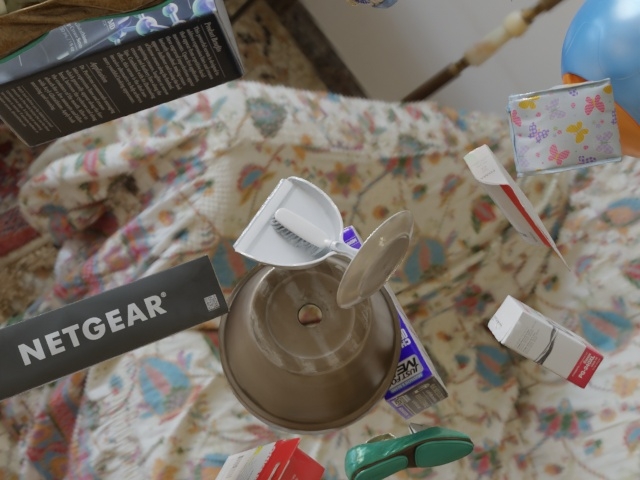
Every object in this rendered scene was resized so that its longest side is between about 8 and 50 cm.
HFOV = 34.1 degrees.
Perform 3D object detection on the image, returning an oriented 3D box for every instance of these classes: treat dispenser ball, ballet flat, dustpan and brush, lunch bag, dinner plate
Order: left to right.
[{"bbox_3d":[-0.339,-0.304,1.267,0.116,0.343,0.124,-82,152,-45],"label":"ballet flat"},{"bbox_3d":[0.000,0.000,1.475,0.211,0.060,0.147,30,67,9],"label":"dustpan and brush"},{"bbox_3d":[0.070,0.027,1.237,0.017,0.141,0.141,38,38,20],"label":"dinner plate"},{"bbox_3d":[0.158,0.379,1.924,0.247,0.083,0.087,-14,43,-12],"label":"ballet flat"},{"bbox_3d":[0.196,-0.091,0.851,0.053,0.083,0.071,-54,133,-85],"label":"lunch bag"},{"bbox_3d":[0.501,-0.261,1.537,0.288,0.288,0.288,22,52,-32],"label":"treat dispenser ball"}]

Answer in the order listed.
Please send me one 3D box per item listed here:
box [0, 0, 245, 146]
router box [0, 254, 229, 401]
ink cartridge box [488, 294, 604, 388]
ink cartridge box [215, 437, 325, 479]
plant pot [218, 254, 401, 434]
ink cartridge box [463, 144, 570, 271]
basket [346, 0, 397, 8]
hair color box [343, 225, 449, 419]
[{"bbox_3d":[-0.363,-0.375,1.720,0.212,0.396,0.293,68,3,-69],"label":"box"},{"bbox_3d":[-0.295,0.119,1.313,0.309,0.243,0.081,-20,88,-23],"label":"router box"},{"bbox_3d":[0.346,0.155,1.613,0.151,0.063,0.109,30,8,-7],"label":"ink cartridge box"},{"bbox_3d":[-0.082,0.357,1.443,0.078,0.231,0.134,39,58,-13],"label":"ink cartridge box"},{"bbox_3d":[-0.018,0.148,1.708,0.323,0.280,0.323,0,77,0],"label":"plant pot"},{"bbox_3d":[0.347,-0.049,1.850,0.181,0.056,0.224,47,17,-32],"label":"ink cartridge box"},{"bbox_3d":[0.128,-0.498,1.773,0.289,0.255,0.201,-2,91,-8],"label":"basket"},{"bbox_3d":[0.111,0.159,1.994,0.338,0.110,0.185,61,4,25],"label":"hair color box"}]
